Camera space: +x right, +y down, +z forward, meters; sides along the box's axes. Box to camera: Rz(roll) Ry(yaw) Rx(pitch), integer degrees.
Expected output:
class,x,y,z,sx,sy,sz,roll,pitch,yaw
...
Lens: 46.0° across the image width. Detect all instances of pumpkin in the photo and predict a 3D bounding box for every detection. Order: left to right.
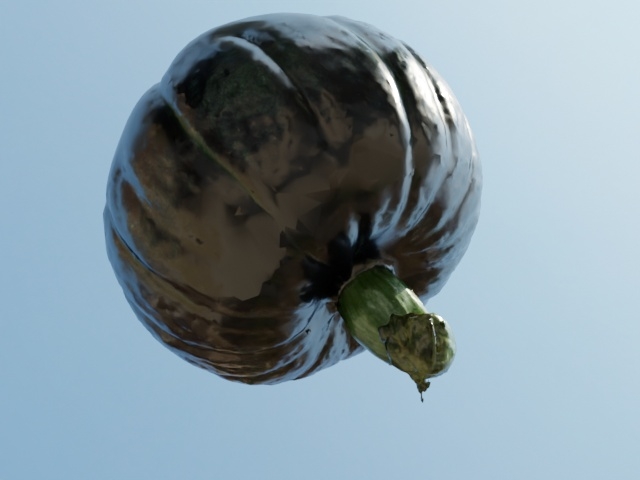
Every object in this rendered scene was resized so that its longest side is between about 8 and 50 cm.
class,x,y,z,sx,sy,sz,roll,pitch,yaw
pumpkin,0.000,0.000,0.468,0.248,0.248,0.248,0,-86,-2
